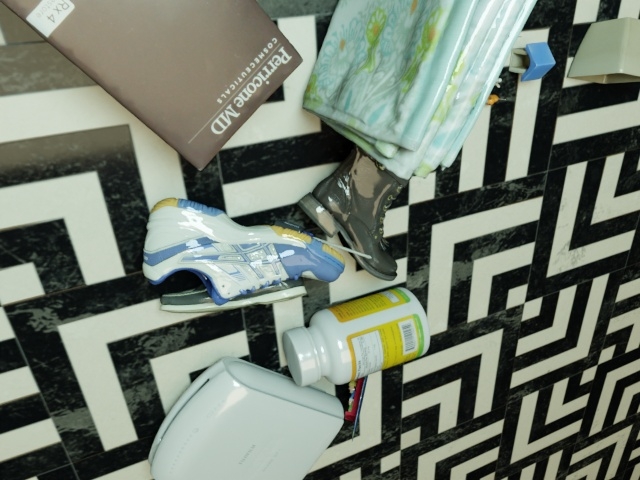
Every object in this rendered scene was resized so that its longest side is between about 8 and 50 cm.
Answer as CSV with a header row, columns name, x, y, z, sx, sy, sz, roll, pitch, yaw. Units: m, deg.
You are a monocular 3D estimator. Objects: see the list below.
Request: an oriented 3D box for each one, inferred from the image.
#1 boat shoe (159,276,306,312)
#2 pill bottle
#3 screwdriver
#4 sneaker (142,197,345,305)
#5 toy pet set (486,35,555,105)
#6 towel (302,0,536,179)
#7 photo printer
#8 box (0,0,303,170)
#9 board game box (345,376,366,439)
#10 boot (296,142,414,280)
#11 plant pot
name,x,y,z,sx,sy,sz,roll,pitch,yaw
boat shoe,-0.142,0.073,0.809,0.233,0.084,0.079,-9,82,-14
pill bottle,0.062,0.180,0.913,0.245,0.136,0.136,-14,120,-19
screwdriver,0.000,0.000,0.789,0.025,0.169,0.024,12,97,-68
sneaker,-0.110,0.038,0.739,0.296,0.112,0.131,14,78,-15
toy pet set,0.328,-0.289,0.844,0.114,0.065,0.122,-13,120,-20
towel,0.111,-0.287,0.585,0.090,0.320,0.375,15,108,-29
photo printer,-0.138,0.357,0.924,0.307,0.107,0.256,32,98,-35
box,-0.220,-0.276,0.541,0.191,0.143,0.381,-47,127,2
board game box,0.068,0.311,0.996,0.033,0.168,0.133,12,102,10
boot,0.111,-0.073,0.835,0.229,0.091,0.263,-47,123,3
plant pot,0.534,-0.341,0.900,0.109,0.109,0.096,-2,104,-25
